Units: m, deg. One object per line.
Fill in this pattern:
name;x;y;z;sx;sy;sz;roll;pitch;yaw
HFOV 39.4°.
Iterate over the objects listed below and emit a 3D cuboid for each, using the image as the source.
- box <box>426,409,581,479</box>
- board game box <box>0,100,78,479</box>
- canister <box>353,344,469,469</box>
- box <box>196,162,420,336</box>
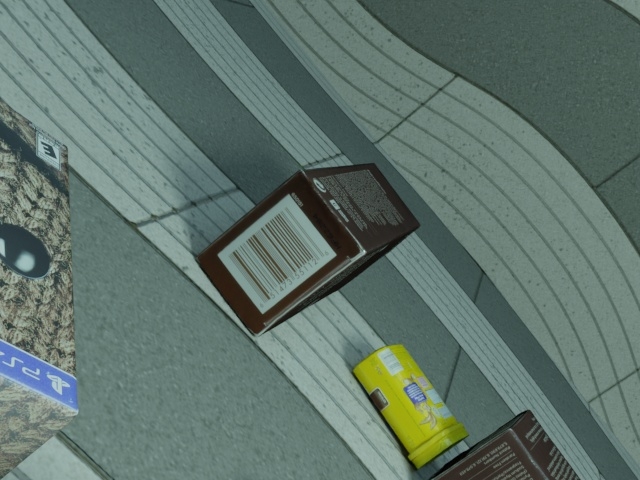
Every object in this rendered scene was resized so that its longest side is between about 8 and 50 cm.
box;0.268;0.369;1.227;0.203;0.167;0.168;56;17;14
board game box;-0.297;-0.001;0.582;0.232;0.141;0.291;37;21;-38
canister;0.132;0.239;1.314;0.170;0.073;0.126;55;17;17
box;0.000;0.000;1.277;0.143;0.191;0.381;52;18;4
